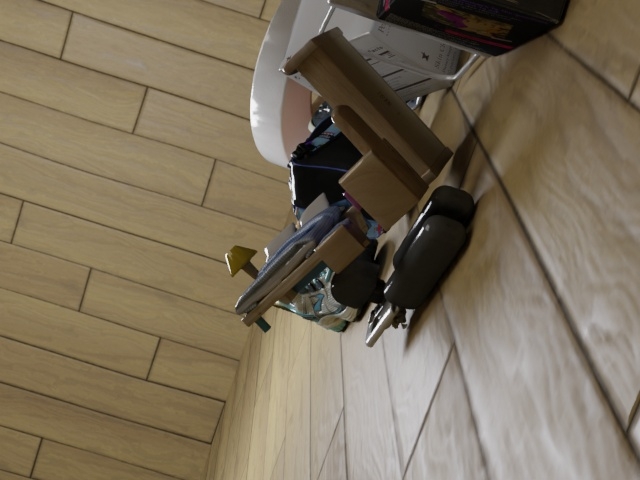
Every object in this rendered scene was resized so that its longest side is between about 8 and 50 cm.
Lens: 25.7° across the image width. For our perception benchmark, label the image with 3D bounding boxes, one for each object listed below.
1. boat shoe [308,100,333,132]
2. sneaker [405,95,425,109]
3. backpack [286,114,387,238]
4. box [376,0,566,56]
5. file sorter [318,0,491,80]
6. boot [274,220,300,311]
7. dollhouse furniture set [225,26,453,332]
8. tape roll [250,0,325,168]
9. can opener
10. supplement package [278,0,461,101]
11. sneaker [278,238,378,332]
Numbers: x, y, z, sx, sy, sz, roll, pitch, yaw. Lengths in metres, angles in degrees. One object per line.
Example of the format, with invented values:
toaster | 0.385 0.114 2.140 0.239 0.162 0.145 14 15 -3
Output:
boat shoe | 0.060 -0.190 2.176 0.340 0.127 0.113 -103 32 -77
sneaker | 0.107 -0.258 2.057 0.282 0.099 0.153 139 150 -75
backpack | 0.052 -0.097 1.833 0.173 0.158 0.117 -57 -27 -54
box | 0.158 -0.289 1.371 0.270 0.143 0.165 -173 100 -84
file sorter | 0.125 -0.347 1.629 0.173 0.193 0.277 129 158 -77
boot | -0.023 0.001 2.630 0.236 0.089 0.269 -153 82 -84
dollhouse furniture set | -0.043 -0.047 1.533 0.303 0.198 0.286 -43 1 19
tape roll | 0.005 -0.308 2.522 0.392 0.072 0.392 -47 -32 -42
can opener | 0.081 0.031 1.474 0.280 0.093 0.074 125 163 -59
supplement package | 0.087 -0.326 1.847 0.204 0.145 0.262 -13 57 53
sneaker | 0.000 0.060 1.986 0.283 0.122 0.110 120 166 -68
